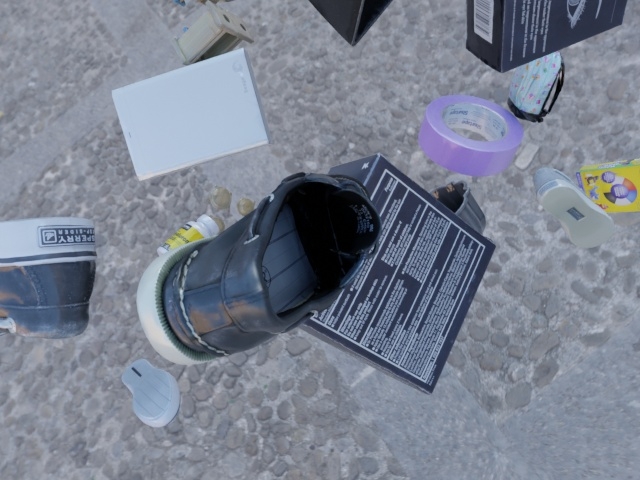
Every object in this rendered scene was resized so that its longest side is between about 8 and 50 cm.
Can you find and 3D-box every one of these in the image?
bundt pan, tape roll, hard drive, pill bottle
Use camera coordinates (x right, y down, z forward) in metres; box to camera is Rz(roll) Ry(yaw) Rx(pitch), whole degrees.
[{"bbox_3d":[0.275,0.006,1.170,0.331,0.331,0.124,-45,102,-3],"label":"bundt pan"},{"bbox_3d":[0.425,-0.304,1.318,0.275,0.090,0.274,4,48,-5],"label":"tape roll"},{"bbox_3d":[-0.278,-0.266,0.999,0.308,0.040,0.203,-14,97,10],"label":"hard drive"},{"bbox_3d":[-0.258,0.003,0.913,0.065,0.065,0.116,27,60,29],"label":"pill bottle"}]

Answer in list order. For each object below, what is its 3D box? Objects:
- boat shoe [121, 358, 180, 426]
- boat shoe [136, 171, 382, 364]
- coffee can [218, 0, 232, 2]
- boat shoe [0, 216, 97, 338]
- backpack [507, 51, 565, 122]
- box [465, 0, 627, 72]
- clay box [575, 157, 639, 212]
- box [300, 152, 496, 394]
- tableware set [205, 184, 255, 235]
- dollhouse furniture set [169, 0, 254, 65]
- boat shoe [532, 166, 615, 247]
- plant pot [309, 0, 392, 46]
[{"bbox_3d":[-0.391,0.368,1.112,0.109,0.094,0.302,-46,28,-19],"label":"boat shoe"},{"bbox_3d":[-0.002,-0.004,0.428,0.113,0.340,0.127,-17,95,32],"label":"boat shoe"},{"bbox_3d":[-0.288,-0.792,1.180,0.202,0.201,0.275,10,96,25],"label":"coffee can"},{"bbox_3d":[-0.305,0.044,0.405,0.306,0.113,0.104,-4,89,25],"label":"boat shoe"},{"bbox_3d":[0.601,-0.444,1.299,0.115,0.182,0.152,6,41,-4],"label":"backpack"},{"bbox_3d":[0.328,-0.366,0.669,0.207,0.153,0.108,-22,47,-3],"label":"box"},{"bbox_3d":[0.788,-0.139,1.181,0.053,0.127,0.222,-32,15,-25],"label":"clay box"},{"bbox_3d":[0.100,0.057,0.813,0.296,0.294,0.183,-62,24,-13],"label":"box"},{"bbox_3d":[-0.251,-0.069,1.306,0.020,0.169,0.141,-7,69,55],"label":"tableware set"},{"bbox_3d":[-0.266,-0.498,1.041,0.129,0.129,0.183,-32,82,25],"label":"dollhouse furniture set"},{"bbox_3d":[0.474,-0.065,0.866,0.079,0.227,0.081,-36,39,33],"label":"boat shoe"},{"bbox_3d":[0.027,-0.318,0.372,0.167,0.188,0.187,37,83,1],"label":"plant pot"}]
